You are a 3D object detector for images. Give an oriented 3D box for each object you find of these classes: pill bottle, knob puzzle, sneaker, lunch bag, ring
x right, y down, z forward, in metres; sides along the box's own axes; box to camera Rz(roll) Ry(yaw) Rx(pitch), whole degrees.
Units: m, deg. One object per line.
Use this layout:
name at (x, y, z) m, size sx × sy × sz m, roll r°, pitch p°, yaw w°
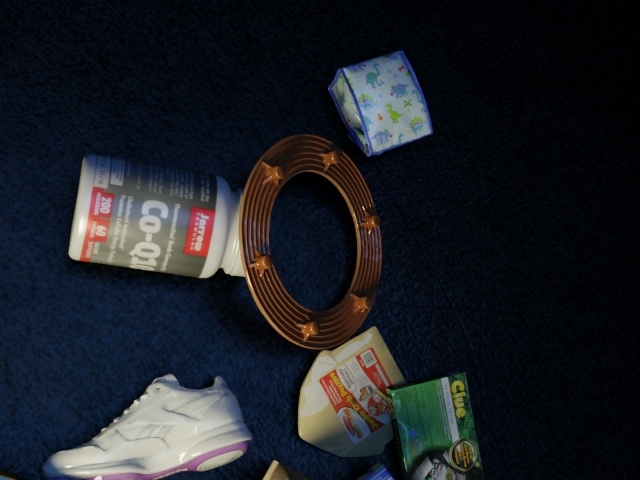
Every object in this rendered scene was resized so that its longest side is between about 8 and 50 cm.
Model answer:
pill bottle at (-0.226, -0.030, 1.548) m, size 0.283 × 0.161 × 0.161 m, roll 9°, pitch 77°, yaw -14°
knob puzzle at (0.045, 0.259, 1.641) m, size 0.213 × 0.030 × 0.213 m, roll 1°, pitch 87°, yaw -18°
sneaker at (-0.263, 0.287, 1.524) m, size 0.305 × 0.114 × 0.152 m, roll -11°, pitch 65°, yaw -19°
lunch bag at (0.104, -0.224, 1.717) m, size 0.129 × 0.096 × 0.151 m, roll -21°, pitch 77°, yaw -19°
ring at (0.000, 0.000, 1.584) m, size 0.337 × 0.032 × 0.336 m, roll 9°, pitch 79°, yaw -49°

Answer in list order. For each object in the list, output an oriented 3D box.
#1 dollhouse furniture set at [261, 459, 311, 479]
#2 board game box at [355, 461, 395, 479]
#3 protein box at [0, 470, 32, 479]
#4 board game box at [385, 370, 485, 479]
dollhouse furniture set at (-0.033, 0.512, 1.455) m, size 0.286 × 0.198 × 0.303 m, roll 30°, pitch 83°, yaw -4°
board game box at (0.055, 0.460, 1.588) m, size 0.201 × 0.035 × 0.136 m, roll -35°, pitch 91°, yaw -9°
protein box at (-0.436, 0.429, 1.415) m, size 0.201 × 0.136 × 0.199 m, roll 21°, pitch 74°, yaw -12°
board game box at (0.193, 0.352, 1.653) m, size 0.136 × 0.030 × 0.259 m, roll -10°, pitch 91°, yaw -16°
